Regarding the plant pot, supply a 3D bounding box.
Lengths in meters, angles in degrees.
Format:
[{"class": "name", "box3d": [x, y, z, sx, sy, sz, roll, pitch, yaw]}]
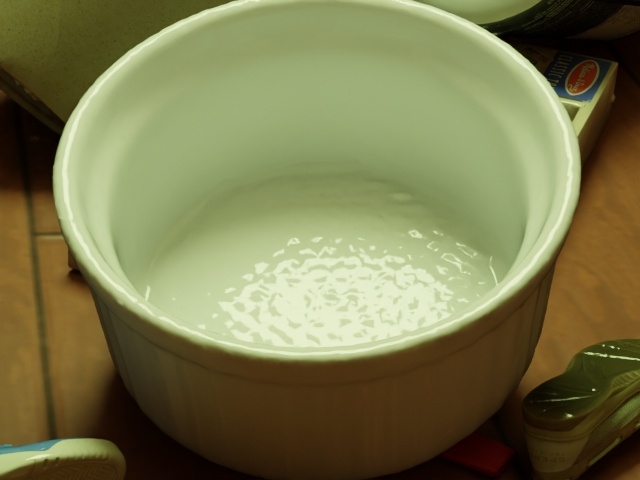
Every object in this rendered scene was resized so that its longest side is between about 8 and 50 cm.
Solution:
[{"class": "plant pot", "box3d": [-0.128, -0.209, 1.304, 0.256, 0.256, 0.274, 32, 80, 40]}]

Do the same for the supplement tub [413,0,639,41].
[{"class": "supplement tub", "box3d": [0.190, -0.256, 1.471, 0.193, 0.193, 0.316, 21, 15, 27]}]

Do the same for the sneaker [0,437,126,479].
[{"class": "sneaker", "box3d": [-0.180, 0.111, 0.933, 0.152, 0.058, 0.084, -15, 43, -21]}]

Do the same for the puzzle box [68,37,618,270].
[{"class": "puzzle box", "box3d": [0.035, -0.058, 1.284, 0.272, 0.052, 0.409, 14, 30, 14]}]

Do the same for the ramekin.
[{"class": "ramekin", "box3d": [0.000, 0.000, 1.016, 0.277, 0.135, 0.277, -1, 48, 1]}]

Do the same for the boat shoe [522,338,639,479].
[{"class": "boat shoe", "box3d": [0.163, 0.094, 1.045, 0.056, 0.048, 0.153, 9, 20, 32]}]

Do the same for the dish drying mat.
[{"class": "dish drying mat", "box3d": [0.067, 0.110, 1.027, 0.083, 0.008, 0.032, 18, 31, 24]}]
